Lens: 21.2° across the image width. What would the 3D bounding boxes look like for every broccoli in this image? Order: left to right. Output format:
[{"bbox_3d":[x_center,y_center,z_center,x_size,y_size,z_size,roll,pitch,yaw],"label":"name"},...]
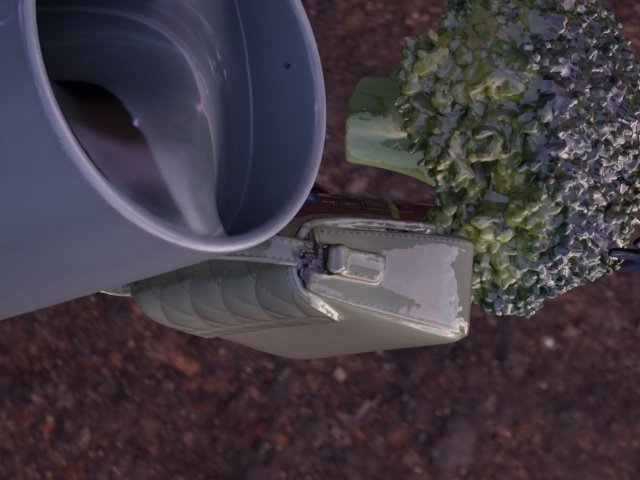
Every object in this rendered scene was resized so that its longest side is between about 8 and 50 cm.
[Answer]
[{"bbox_3d":[0.156,-0.097,1.392,0.260,0.288,0.235,27,132,3],"label":"broccoli"}]

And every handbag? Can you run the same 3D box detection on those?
[{"bbox_3d":[-0.040,0.024,1.141,0.219,0.256,0.079,13,76,-30],"label":"handbag"}]

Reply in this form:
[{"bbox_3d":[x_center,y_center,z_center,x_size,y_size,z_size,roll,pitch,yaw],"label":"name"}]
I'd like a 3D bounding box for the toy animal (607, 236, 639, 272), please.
[{"bbox_3d":[0.189,-0.030,0.523,0.108,0.220,0.062,-1,68,-50],"label":"toy animal"}]

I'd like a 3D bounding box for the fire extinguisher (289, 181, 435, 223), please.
[{"bbox_3d":[0.000,0.000,1.743,0.341,0.141,0.105,5,66,-18],"label":"fire extinguisher"}]

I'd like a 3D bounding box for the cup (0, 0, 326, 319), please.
[{"bbox_3d":[-0.174,-0.058,0.950,0.205,0.312,0.205,21,61,-43],"label":"cup"}]
